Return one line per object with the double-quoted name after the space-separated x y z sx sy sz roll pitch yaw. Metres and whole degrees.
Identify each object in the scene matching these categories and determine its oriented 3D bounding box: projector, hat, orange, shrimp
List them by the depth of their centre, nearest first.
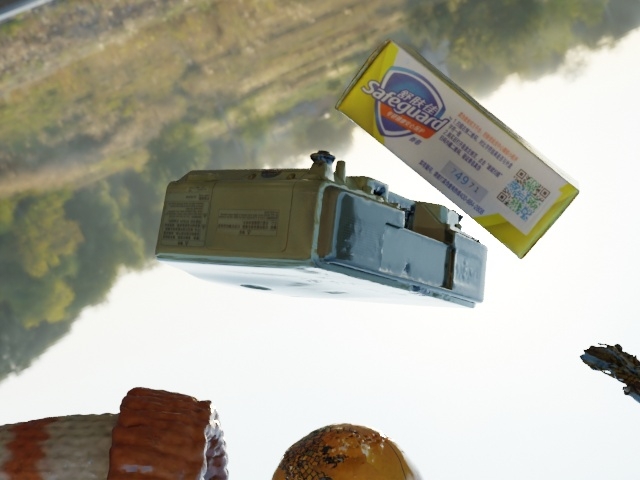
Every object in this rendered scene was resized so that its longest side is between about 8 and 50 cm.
-0.116 0.106 0.377 0.163 0.112 0.093 2 -168 2 "hat"
0.000 0.000 0.777 0.194 0.088 0.270 1 172 32 "projector"
0.298 0.133 0.856 0.091 0.161 0.034 13 108 -60 "shrimp"
0.041 0.372 1.370 0.235 0.234 0.182 -26 179 -22 "orange"

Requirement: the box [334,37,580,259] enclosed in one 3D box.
0.159 -0.105 1.104 0.097 0.265 0.168 -51 171 14 "box"
